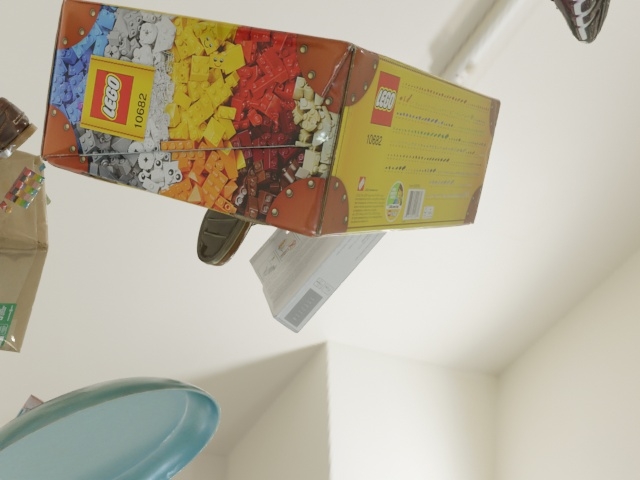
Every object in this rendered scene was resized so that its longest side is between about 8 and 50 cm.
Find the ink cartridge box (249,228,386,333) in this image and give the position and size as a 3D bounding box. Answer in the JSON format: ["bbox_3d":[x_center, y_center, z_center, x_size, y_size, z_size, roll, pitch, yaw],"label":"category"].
[{"bbox_3d":[0.000,0.000,1.632,0.296,0.066,0.261,-49,-155,7],"label":"ink cartridge box"}]

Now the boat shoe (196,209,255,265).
[{"bbox_3d":[-0.151,-0.073,1.735,0.110,0.104,0.307,7,-114,36],"label":"boat shoe"}]

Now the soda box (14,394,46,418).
[{"bbox_3d":[-0.457,0.331,1.472,0.058,0.183,0.063,22,-110,23],"label":"soda box"}]

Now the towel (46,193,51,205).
[{"bbox_3d":[-0.759,-0.106,2.103,0.027,0.148,0.110,-112,-176,-49],"label":"towel"}]

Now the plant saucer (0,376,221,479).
[{"bbox_3d":[-0.260,0.238,0.911,0.317,0.317,0.044,-54,-125,34],"label":"plant saucer"}]

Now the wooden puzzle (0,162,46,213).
[{"bbox_3d":[-0.393,-0.069,1.127,0.083,0.006,0.049,-57,164,-5],"label":"wooden puzzle"}]

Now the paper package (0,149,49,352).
[{"bbox_3d":[-0.681,0.021,1.748,0.325,0.168,0.309,-60,-145,35],"label":"paper package"}]

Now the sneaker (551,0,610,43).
[{"bbox_3d":[0.364,-0.445,1.346,0.162,0.281,0.106,17,-122,37],"label":"sneaker"}]

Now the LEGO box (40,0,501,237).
[{"bbox_3d":[-0.030,-0.145,1.082,0.372,0.500,0.193,16,-81,26],"label":"LEGO box"}]

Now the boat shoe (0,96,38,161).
[{"bbox_3d":[-0.508,-0.122,1.223,0.207,0.073,0.073,-42,-155,4],"label":"boat shoe"}]
